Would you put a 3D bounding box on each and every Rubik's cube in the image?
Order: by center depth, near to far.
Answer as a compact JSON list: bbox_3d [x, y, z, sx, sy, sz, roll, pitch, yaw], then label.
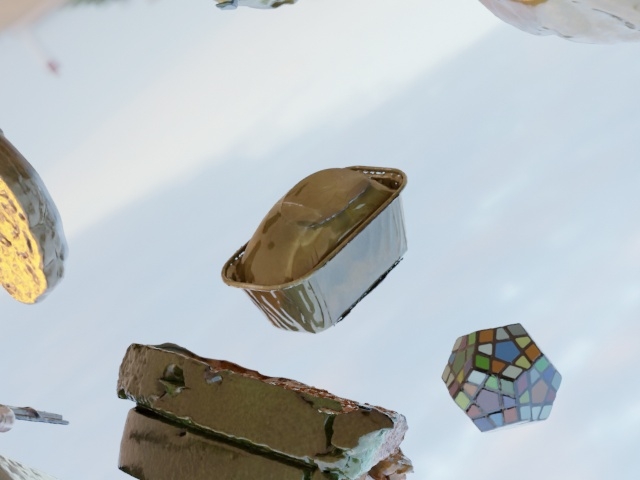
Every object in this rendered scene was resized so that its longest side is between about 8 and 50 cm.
[{"bbox_3d":[0.201,0.153,2.204,0.133,0.133,0.112,-43,153,-30],"label":"Rubik's cube"}]

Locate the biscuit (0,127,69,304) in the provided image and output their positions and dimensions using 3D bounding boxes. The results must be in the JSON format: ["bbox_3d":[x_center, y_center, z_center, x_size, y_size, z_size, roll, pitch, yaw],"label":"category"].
[{"bbox_3d":[-0.306,-0.040,1.789,0.208,0.181,0.049,25,-132,35],"label":"biscuit"}]

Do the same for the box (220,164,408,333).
[{"bbox_3d":[0.000,0.000,1.663,0.177,0.111,0.111,-42,-169,-34],"label":"box"}]

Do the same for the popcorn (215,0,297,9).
[{"bbox_3d":[-0.040,-0.245,1.514,0.173,0.142,0.173,-14,-168,3],"label":"popcorn"}]

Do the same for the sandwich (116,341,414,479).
[{"bbox_3d":[-0.042,0.158,1.545,0.212,0.292,0.109,23,82,-61],"label":"sandwich"}]

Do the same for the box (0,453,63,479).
[{"bbox_3d":[-0.174,0.359,1.690,0.177,0.344,0.352,-49,153,0],"label":"box"}]

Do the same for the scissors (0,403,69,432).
[{"bbox_3d":[-0.272,0.122,1.502,0.317,0.160,0.024,22,81,-67],"label":"scissors"}]

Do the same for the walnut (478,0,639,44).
[{"bbox_3d":[0.226,-0.342,1.561,0.381,0.381,0.381,-36,-170,7],"label":"walnut"}]
